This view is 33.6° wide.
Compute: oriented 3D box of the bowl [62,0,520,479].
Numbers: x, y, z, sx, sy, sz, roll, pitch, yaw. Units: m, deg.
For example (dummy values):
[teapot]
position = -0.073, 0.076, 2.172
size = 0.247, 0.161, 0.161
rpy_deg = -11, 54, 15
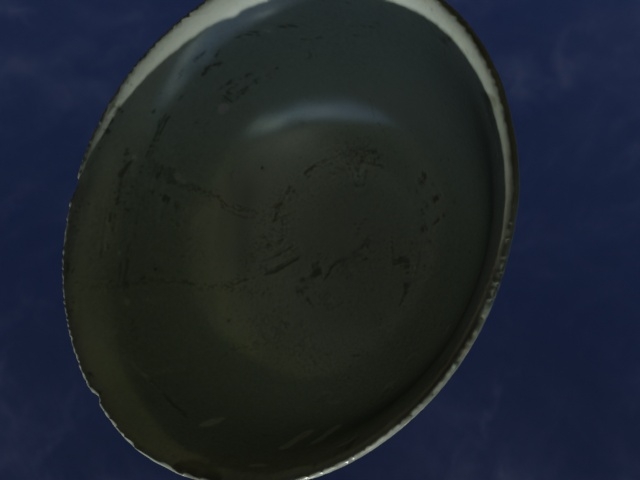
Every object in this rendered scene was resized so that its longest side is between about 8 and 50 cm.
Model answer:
[bowl]
position = 0.000, 0.000, 0.923
size = 0.434, 0.196, 0.435
rpy_deg = -9, -109, 29
